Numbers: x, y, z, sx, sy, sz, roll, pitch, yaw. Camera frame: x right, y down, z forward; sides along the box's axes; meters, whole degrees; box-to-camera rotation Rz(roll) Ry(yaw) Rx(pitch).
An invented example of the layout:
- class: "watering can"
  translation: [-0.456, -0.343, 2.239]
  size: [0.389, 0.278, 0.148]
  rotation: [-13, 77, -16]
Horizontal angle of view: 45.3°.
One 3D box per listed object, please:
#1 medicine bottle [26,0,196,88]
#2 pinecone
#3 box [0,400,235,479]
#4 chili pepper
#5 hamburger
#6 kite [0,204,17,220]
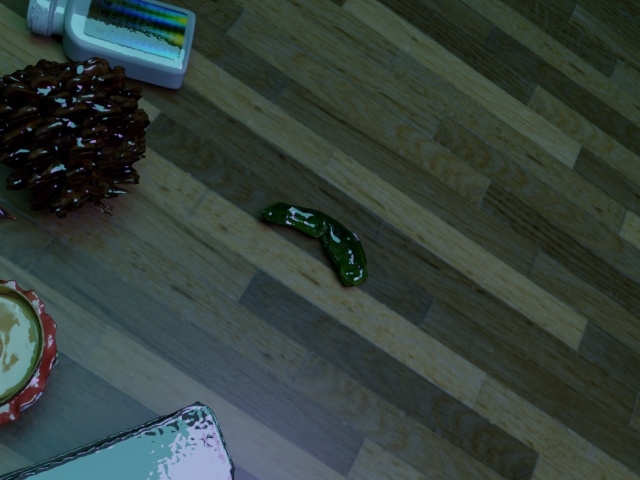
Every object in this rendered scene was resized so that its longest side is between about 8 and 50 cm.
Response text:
- class: "medicine bottle"
  translation: [-0.303, -0.306, 1.117]
  size: [0.228, 0.083, 0.121]
  rotation: [13, 63, -17]
- class: "pinecone"
  translation: [-0.321, -0.127, 0.968]
  size: [0.221, 0.221, 0.222]
  rotation: [8, 66, -17]
- class: "box"
  translation: [-0.234, 0.276, 0.846]
  size: [0.274, 0.178, 0.138]
  rotation: [-19, 76, -27]
- class: "chili pepper"
  translation: [0.002, -0.006, 1.125]
  size: [0.182, 0.050, 0.073]
  rotation: [36, 67, -1]
- class: "hamburger"
  translation: [-0.383, 0.131, 0.873]
  size: [0.175, 0.137, 0.175]
  rotation: [5, 70, -15]
- class: "kite"
  translation: [-0.466, -0.051, 0.912]
  size: [0.232, 0.009, 0.189]
  rotation: [-13, 91, -57]
